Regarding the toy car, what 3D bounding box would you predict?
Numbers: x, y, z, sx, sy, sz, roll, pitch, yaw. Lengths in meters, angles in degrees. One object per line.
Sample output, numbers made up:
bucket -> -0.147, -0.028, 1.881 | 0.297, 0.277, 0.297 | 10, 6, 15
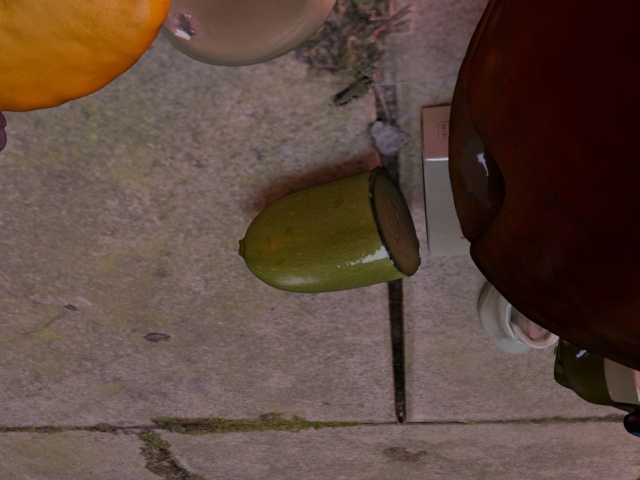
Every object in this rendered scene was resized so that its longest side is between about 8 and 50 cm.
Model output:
toy car -> 0.392, 0.152, 0.964 | 0.247, 0.204, 0.198 | 26, 161, -34

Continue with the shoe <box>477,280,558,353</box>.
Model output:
shoe -> 0.249, 0.096, 0.928 | 0.095, 0.110, 0.265 | -4, 143, 6

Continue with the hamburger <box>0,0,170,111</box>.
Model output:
hamburger -> -0.198, -0.205, 0.448 | 0.245, 0.170, 0.246 | -7, 148, -4

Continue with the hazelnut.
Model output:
hazelnut -> 0.294, -0.085, 0.448 | 0.429, 0.402, 0.402 | 4, 146, -17

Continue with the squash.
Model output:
squash -> 0.000, 0.000, 0.789 | 0.186, 0.123, 0.123 | -13, 143, 19

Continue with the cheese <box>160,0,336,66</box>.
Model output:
cheese -> -0.023, -0.205, 0.537 | 0.227, 0.064, 0.137 | -19, 142, 25

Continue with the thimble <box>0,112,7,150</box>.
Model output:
thimble -> -0.357, -0.089, 0.647 | 0.150, 0.150, 0.098 | -12, 141, 19

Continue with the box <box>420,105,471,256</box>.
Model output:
box -> 0.229, -0.062, 0.730 | 0.256, 0.069, 0.164 | -4, 145, 8
